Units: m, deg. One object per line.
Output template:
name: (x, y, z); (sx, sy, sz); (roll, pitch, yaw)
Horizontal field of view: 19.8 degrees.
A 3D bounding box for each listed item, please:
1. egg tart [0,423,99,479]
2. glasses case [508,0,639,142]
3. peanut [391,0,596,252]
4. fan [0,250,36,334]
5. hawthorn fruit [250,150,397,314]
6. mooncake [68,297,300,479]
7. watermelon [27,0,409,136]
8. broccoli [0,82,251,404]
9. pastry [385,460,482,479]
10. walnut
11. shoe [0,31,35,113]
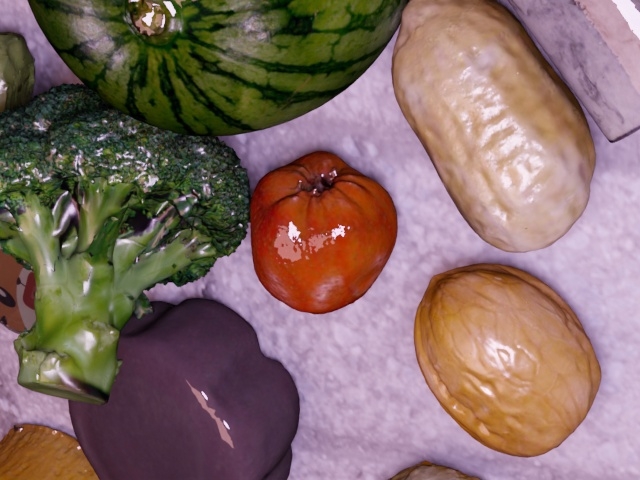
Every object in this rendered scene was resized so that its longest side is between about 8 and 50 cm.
egg tart: (-0.323, 0.315, 2.008); (0.202, 0.147, 0.203); (17, 122, 29)
glasses case: (0.174, -0.220, 1.397); (0.114, 0.060, 0.299); (-34, 94, 40)
peanut: (0.137, -0.100, 1.449); (0.129, 0.129, 0.224); (-27, 89, 42)
fan: (-0.296, 0.056, 1.930); (0.226, 0.008, 0.152); (35, 130, 16)
hawthorn fruit: (0.000, 0.000, 1.603); (0.132, 0.133, 0.138); (22, 136, 24)
mooncake: (-0.132, 0.176, 1.796); (0.245, 0.133, 0.245); (18, 125, 27)
watermelon: (-0.088, -0.223, 1.439); (0.330, 0.189, 0.331); (0, 120, 0)
broccoli: (-0.207, -0.001, 1.645); (0.297, 0.297, 0.297); (11, 164, 3)
pastry: (0.117, 0.299, 1.715); (0.182, 0.093, 0.192); (51, 137, -1)
walnut: (0.155, 0.097, 1.539); (0.180, 0.144, 0.144); (53, 133, 2)
shoe: (-0.341, -0.093, 1.801); (0.128, 0.140, 0.262); (23, 122, 12)
